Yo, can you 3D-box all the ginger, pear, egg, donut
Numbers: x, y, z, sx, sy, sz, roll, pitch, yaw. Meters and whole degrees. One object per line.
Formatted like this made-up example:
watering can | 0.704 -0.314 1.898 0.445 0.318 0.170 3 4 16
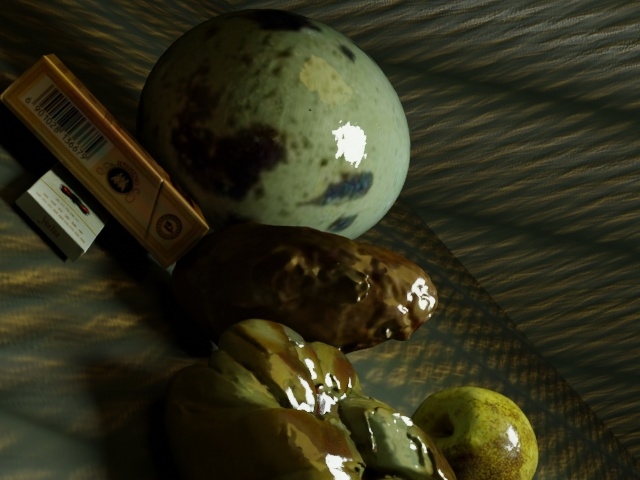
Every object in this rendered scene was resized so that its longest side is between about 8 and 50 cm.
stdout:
ginger | -0.032 0.065 1.402 0.172 0.321 0.165 -13 108 -71
pear | 0.219 0.313 1.725 0.197 0.197 0.197 47 12 -14
egg | -0.054 -0.145 1.692 0.428 0.345 0.345 6 41 -43
donut | 0.004 0.238 1.225 0.360 0.170 0.360 46 15 -16

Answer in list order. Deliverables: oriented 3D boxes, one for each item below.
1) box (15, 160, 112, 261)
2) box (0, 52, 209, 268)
box | -0.283 -0.036 1.343 0.090 0.024 0.167 47 11 -11
box | -0.256 -0.100 1.442 0.274 0.076 0.174 47 1 -13
